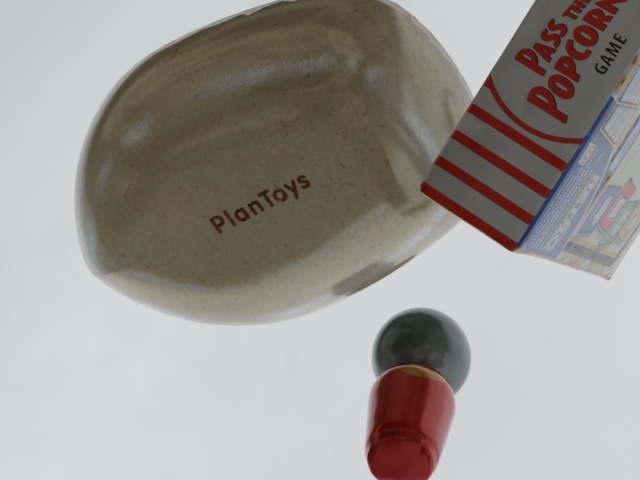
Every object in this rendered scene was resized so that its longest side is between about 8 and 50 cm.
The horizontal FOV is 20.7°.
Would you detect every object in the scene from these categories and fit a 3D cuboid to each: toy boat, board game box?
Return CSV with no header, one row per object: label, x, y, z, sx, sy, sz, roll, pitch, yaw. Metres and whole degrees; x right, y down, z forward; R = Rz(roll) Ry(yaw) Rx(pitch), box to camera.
toy boat,0.000,0.000,1.086,0.267,0.318,0.148,-20,-155,22
board game box,0.119,-0.060,0.691,0.045,0.193,0.147,34,-84,19
